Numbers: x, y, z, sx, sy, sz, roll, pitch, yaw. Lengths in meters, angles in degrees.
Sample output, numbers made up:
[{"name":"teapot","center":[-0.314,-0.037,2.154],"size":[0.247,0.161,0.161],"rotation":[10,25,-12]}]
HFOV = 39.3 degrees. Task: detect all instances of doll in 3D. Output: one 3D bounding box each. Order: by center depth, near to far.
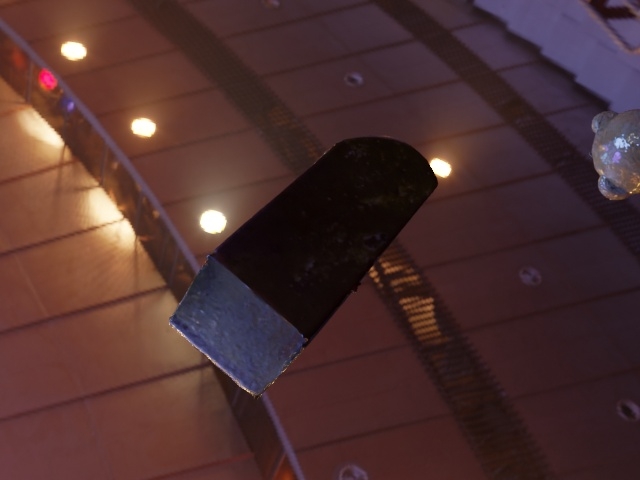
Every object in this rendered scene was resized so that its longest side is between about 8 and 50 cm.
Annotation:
[{"name":"doll","center":[0.197,-0.045,0.503],"size":[0.093,0.051,0.061],"rotation":[19,-112,-32]}]

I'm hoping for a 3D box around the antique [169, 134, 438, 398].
[{"name":"antique","center":[0.000,0.000,0.619],"size":[0.080,0.081,0.221],"rotation":[41,-135,2]}]
